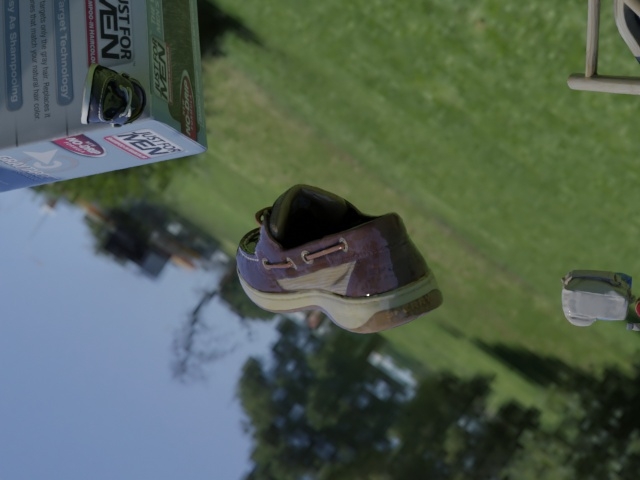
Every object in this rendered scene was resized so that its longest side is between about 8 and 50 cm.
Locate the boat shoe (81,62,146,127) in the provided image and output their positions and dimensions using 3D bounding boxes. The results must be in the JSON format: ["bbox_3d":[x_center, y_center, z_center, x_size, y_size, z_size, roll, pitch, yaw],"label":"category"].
[{"bbox_3d":[-0.155,-0.106,1.173,0.038,0.046,0.125,12,-179,-1],"label":"boat shoe"}]

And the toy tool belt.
[{"bbox_3d":[0.249,0.046,1.340,0.083,0.052,0.051,5,-155,8],"label":"toy tool belt"}]

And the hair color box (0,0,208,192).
[{"bbox_3d":[-0.294,-0.143,1.365,0.375,0.185,0.113,-10,165,19],"label":"hair color box"}]

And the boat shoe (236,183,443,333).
[{"bbox_3d":[0.000,0.000,1.506,0.342,0.123,0.123,18,130,67],"label":"boat shoe"}]

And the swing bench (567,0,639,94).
[{"bbox_3d":[0.422,-0.214,1.547,0.255,0.253,0.165,39,141,49],"label":"swing bench"}]
